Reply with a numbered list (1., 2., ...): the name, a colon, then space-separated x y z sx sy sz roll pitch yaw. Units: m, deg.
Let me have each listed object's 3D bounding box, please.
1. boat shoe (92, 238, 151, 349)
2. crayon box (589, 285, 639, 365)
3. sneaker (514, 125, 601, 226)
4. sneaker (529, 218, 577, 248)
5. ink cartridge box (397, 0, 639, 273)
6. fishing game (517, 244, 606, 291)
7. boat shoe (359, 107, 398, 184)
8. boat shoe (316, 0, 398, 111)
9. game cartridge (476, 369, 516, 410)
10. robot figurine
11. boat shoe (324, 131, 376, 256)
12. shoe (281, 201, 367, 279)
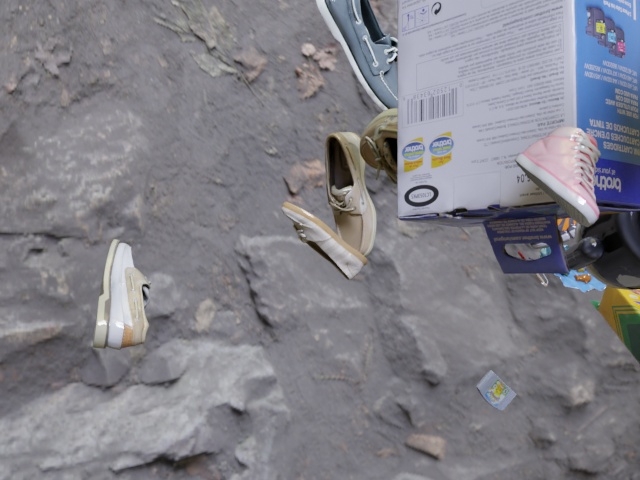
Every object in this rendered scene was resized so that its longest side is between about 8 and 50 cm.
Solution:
1. boat shoe: -0.409 0.115 1.704 0.103 0.302 0.113 8 128 -15
2. crayon box: 0.670 0.164 1.557 0.203 0.323 0.083 9 110 -5
3. sneaker: 0.239 -0.068 0.768 0.070 0.134 0.051 -39 118 9
4. sneaker: 0.622 -0.112 1.958 0.321 0.124 0.180 -28 86 12
5. ink cartridge box: 0.228 -0.159 0.967 0.151 0.270 0.395 5 85 -38
6. fishing game: 0.639 0.061 2.045 0.264 0.189 0.041 -1 129 -21
7. boat shoe: 0.139 -0.145 1.260 0.104 0.285 0.089 44 68 -19
8. boat shoe: 0.114 -0.391 1.677 0.099 0.116 0.319 -27 106 25
9. game cartridge: 0.369 0.320 1.720 0.083 0.017 0.056 43 87 -15
10. robot figurine: 0.497 -0.014 1.231 0.209 0.278 0.173 21 78 -1
11. boat shoe: 0.059 -0.105 1.921 0.098 0.109 0.302 -11 97 -58
12. shoe: 0.000 0.000 1.707 0.219 0.076 0.058 38 82 -6
